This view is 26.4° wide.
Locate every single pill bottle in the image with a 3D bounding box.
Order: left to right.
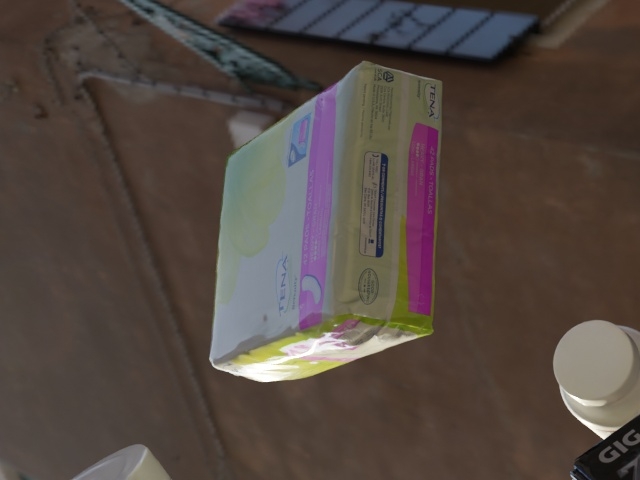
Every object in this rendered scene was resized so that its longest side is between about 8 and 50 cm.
[{"bbox_3d":[0.345,0.167,1.554,0.216,0.121,0.121,38,-108,-52],"label":"pill bottle"}]

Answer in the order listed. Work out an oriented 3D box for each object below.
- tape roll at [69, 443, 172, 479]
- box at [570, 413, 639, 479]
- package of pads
[{"bbox_3d":[-0.275,0.348,1.486,0.286,0.286,0.100,-42,-80,-35],"label":"tape roll"},{"bbox_3d":[0.343,0.185,0.919,0.295,0.073,0.293,-34,-59,-10],"label":"box"},{"bbox_3d":[0.000,0.000,1.217,0.101,0.296,0.229,11,-107,-24],"label":"package of pads"}]
